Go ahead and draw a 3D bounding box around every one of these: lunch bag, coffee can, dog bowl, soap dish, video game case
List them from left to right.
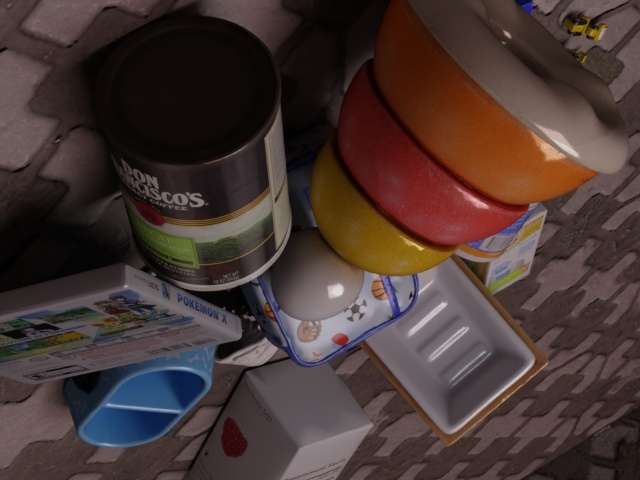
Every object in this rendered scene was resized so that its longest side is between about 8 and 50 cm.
[{"bbox_3d":[-0.308,0.110,1.726,0.329,0.036,0.300,-13,160,20],"label":"video game case"},{"bbox_3d":[-0.255,0.209,1.971,0.166,0.074,0.297,10,144,-30],"label":"dog bowl"},{"bbox_3d":[-0.138,-0.094,1.599,0.201,0.201,0.275,-30,153,-15],"label":"coffee can"},{"bbox_3d":[0.000,0.000,1.886,0.243,0.115,0.303,-28,116,-15],"label":"lunch bag"},{"bbox_3d":[0.211,0.170,2.381,0.229,0.291,0.118,-41,173,5],"label":"soap dish"}]

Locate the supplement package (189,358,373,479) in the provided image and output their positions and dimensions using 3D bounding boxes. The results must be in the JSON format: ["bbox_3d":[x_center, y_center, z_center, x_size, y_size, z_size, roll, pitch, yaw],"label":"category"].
[{"bbox_3d":[-0.074,0.362,2.424,0.175,0.177,0.293,-12,143,-41],"label":"supplement package"}]

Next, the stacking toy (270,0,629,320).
[{"bbox_3d":[0.100,-0.074,1.687,0.480,0.350,0.350,-47,152,21],"label":"stacking toy"}]

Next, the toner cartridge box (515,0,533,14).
[{"bbox_3d":[0.172,-0.205,1.949,0.165,0.075,0.348,-22,149,-27],"label":"toner cartridge box"}]

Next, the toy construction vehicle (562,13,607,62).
[{"bbox_3d":[0.388,-0.305,2.114,0.098,0.035,0.086,-12,132,-46],"label":"toy construction vehicle"}]

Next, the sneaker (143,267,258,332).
[{"bbox_3d":[-0.146,0.078,1.946,0.283,0.124,0.107,-24,150,-26],"label":"sneaker"}]

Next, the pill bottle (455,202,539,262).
[{"bbox_3d":[0.283,-0.109,2.154,0.152,0.152,0.272,-10,142,-43],"label":"pill bottle"}]

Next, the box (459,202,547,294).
[{"bbox_3d":[0.302,-0.007,2.389,0.114,0.103,0.203,-28,152,-20],"label":"box"}]

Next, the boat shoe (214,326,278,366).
[{"bbox_3d":[-0.077,0.101,2.096,0.096,0.098,0.277,-8,142,-46],"label":"boat shoe"}]
